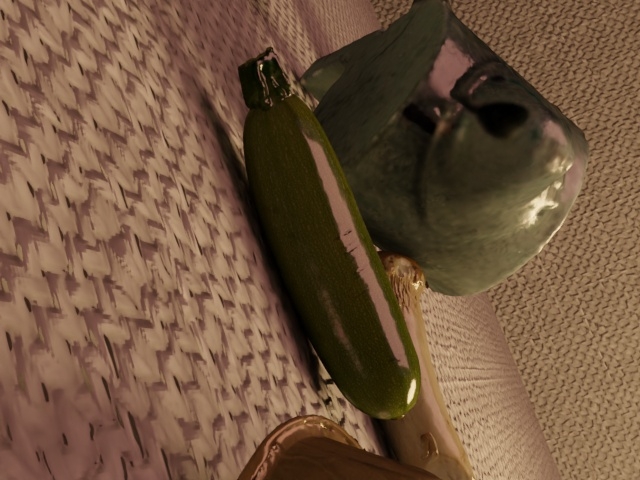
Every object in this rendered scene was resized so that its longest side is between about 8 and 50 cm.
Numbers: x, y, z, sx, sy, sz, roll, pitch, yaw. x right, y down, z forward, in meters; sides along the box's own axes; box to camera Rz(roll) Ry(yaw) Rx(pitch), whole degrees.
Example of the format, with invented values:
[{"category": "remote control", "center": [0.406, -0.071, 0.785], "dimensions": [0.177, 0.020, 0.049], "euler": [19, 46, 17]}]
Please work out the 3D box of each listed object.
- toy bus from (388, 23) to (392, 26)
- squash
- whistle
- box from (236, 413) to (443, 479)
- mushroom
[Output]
[{"category": "toy bus", "center": [0.140, -0.135, 1.214], "dimensions": [0.143, 0.153, 0.329], "euler": [-99, 164, -52]}, {"category": "squash", "center": [0.000, 0.000, 0.576], "dimensions": [0.066, 0.066, 0.252], "euler": [-7, 75, -77]}, {"category": "whistle", "center": [0.090, -0.110, 0.785], "dimensions": [0.168, 0.188, 0.404], "euler": [36, 20, -22]}, {"category": "box", "center": [0.027, 0.152, 0.341], "dimensions": [0.177, 0.111, 0.111], "euler": [52, 17, -22]}, {"category": "mushroom", "center": [0.069, 0.111, 0.681], "dimensions": [0.084, 0.071, 0.209], "euler": [129, -56, -71]}]
